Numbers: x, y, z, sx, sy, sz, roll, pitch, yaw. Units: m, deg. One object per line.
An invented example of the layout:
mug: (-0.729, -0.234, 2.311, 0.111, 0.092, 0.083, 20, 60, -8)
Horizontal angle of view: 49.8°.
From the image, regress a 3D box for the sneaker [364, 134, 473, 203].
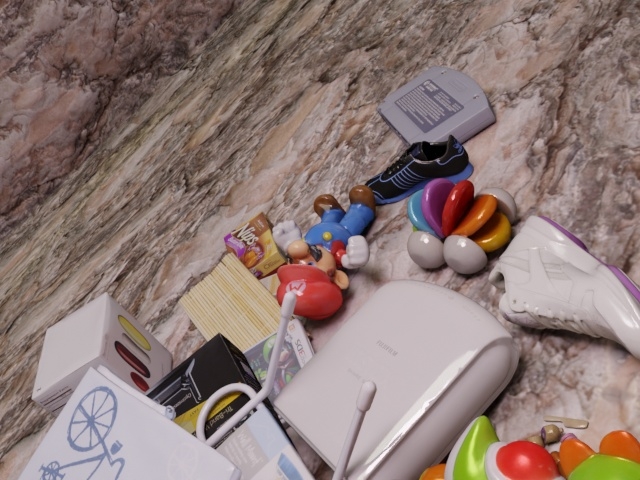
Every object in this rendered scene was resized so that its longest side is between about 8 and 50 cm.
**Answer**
sneaker: (0.176, -0.142, 1.346, 0.232, 0.090, 0.081, -16, 38, 29)

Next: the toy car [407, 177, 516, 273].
toy car: (0.218, -0.041, 1.136, 0.182, 0.136, 0.159, 8, 53, 48)

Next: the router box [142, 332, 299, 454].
router box: (-0.216, 0.331, 1.082, 0.308, 0.081, 0.243, -39, 44, 0)

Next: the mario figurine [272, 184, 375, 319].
mario figurine: (0.000, 0.000, 1.253, 0.198, 0.170, 0.321, -56, 6, 42)

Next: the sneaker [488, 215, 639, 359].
sneaker: (0.334, 0.086, 0.920, 0.152, 0.114, 0.305, -47, 27, 9)

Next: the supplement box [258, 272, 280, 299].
supplement box: (-0.082, 0.096, 1.338, 0.098, 0.036, 0.062, -22, 37, 21)

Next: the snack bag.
snack bag: (-0.276, 0.351, 0.865, 0.342, 0.037, 0.323, 17, 69, 39)

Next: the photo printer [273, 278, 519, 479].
photo printer: (0.109, 0.194, 0.971, 0.307, 0.107, 0.256, -44, 33, -11)

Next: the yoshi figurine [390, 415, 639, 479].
yoshi figurine: (0.229, 0.301, 0.645, 0.362, 0.203, 0.204, -20, 34, 46)

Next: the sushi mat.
sushi mat: (-0.153, 0.145, 1.302, 0.151, 0.019, 0.316, -46, 44, -4)

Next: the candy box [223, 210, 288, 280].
candy box: (-0.139, 0.022, 1.473, 0.109, 0.053, 0.187, -34, 34, 5)

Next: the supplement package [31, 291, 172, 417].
supplement package: (-0.396, 0.249, 1.289, 0.149, 0.203, 0.194, -32, 33, 8)

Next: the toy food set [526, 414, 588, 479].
toy food set: (0.273, 0.259, 0.815, 0.077, 0.019, 0.122, -3, 45, 41)

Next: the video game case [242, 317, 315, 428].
video game case: (-0.089, 0.241, 1.148, 0.190, 0.022, 0.173, -33, 43, 7)

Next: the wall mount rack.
wall mount rack: (-0.068, 0.253, 0.889, 0.304, 0.130, 0.350, -44, 42, -3)

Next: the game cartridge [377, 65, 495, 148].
game cartridge: (0.250, -0.281, 1.490, 0.196, 0.060, 0.294, -36, 32, 7)
